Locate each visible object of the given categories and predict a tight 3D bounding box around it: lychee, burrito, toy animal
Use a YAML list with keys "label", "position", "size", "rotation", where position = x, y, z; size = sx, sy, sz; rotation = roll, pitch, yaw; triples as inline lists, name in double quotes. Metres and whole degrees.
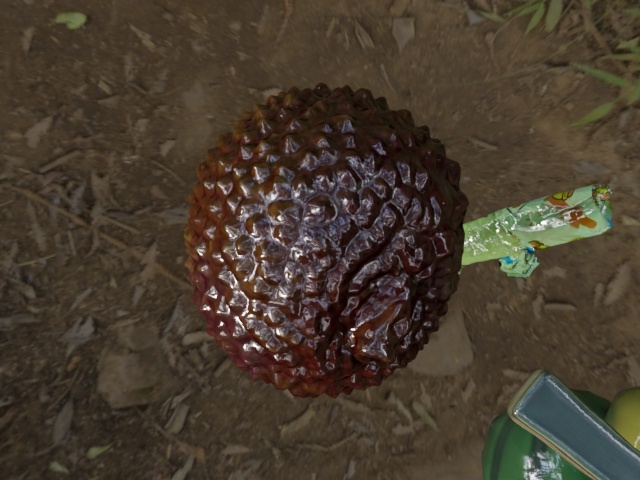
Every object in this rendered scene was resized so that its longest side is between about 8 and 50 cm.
- label: "lychee"
  position: [0.000, 0.000, 0.864]
  size: [0.306, 0.306, 0.330]
  rotation: [-45, 46, 8]
- label: "burrito"
  position: [0.287, 0.001, 1.210]
  size: [0.288, 0.054, 0.104]
  rotation: [-17, 95, 37]
- label: "toy animal"
  position: [0.348, 0.254, 0.944]
  size: [0.338, 0.216, 0.191]
  rotation: [7, 90, 30]

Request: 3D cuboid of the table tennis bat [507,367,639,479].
- label: "table tennis bat"
  position: [0.239, 0.187, 0.521]
  size: [0.301, 0.022, 0.173]
  rotation: [39, 86, 0]
